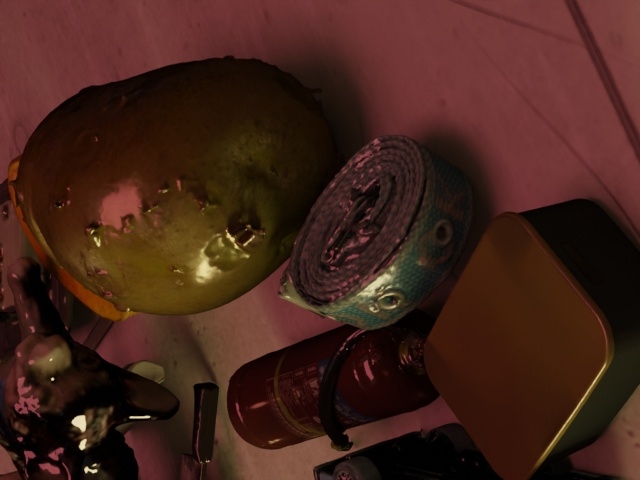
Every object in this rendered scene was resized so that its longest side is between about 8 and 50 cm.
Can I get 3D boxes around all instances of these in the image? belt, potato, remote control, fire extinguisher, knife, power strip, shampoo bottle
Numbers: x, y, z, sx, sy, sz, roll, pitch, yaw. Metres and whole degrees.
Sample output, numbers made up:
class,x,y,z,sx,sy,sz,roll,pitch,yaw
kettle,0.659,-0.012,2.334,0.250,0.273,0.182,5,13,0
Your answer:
class,x,y,z,sx,sy,sz,roll,pitch,yaw
belt,0.048,-0.006,1.215,0.147,0.082,0.163,15,81,54
potato,-0.157,-0.048,1.367,0.359,0.269,0.219,-4,117,44
remote control,-0.303,0.069,1.878,0.103,0.034,0.250,63,147,17
fire extinguisher,0.036,0.138,1.353,0.141,0.105,0.341,38,150,-16
knife,-0.148,0.279,1.678,0.060,0.028,0.230,-1,84,54
power strip,-0.404,0.022,1.922,0.251,0.092,0.257,153,115,-62
shampoo bottle,-0.255,0.202,1.829,0.192,0.074,0.074,-45,67,54

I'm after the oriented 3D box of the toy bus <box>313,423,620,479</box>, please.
class,x,y,z,sx,sy,sz,roll,pitch,yaw
toy bus,0.127,0.260,1.228,0.271,0.133,0.165,3,104,56

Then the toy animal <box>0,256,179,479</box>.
class,x,y,z,sx,sy,sz,roll,pitch,yaw
toy animal,-0.286,0.222,1.665,0.302,0.194,0.344,36,147,23

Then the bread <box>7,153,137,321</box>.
class,x,y,z,sx,sy,sz,roll,pitch,yaw
bread,-0.241,-0.027,1.643,0.269,0.142,0.195,36,144,38

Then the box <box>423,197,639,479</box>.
class,x,y,z,sx,sy,sz,roll,pitch,yaw
box,0.176,0.074,1.113,0.144,0.090,0.201,53,142,28
